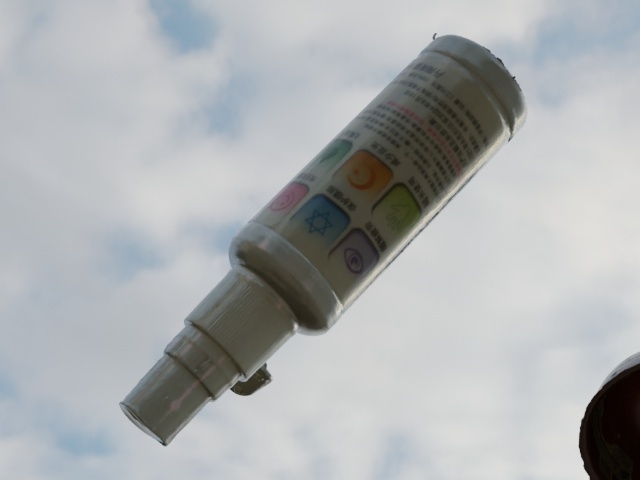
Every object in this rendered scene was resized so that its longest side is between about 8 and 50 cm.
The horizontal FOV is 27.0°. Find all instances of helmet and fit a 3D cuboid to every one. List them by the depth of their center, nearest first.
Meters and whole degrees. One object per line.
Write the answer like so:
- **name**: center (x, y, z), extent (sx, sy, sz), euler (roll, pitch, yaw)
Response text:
- **helmet**: center (0.301, 0.140, 1.090), extent (0.175, 0.106, 0.155), euler (-27, -77, 22)

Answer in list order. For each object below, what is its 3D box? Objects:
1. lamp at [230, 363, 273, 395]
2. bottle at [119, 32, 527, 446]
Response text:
- **lamp**: center (-0.008, 0.038, 1.052), extent (0.050, 0.198, 0.056), euler (44, -28, -2)
- **bottle**: center (0.000, 0.000, 0.565), extent (0.060, 0.217, 0.060), euler (40, -19, 17)
